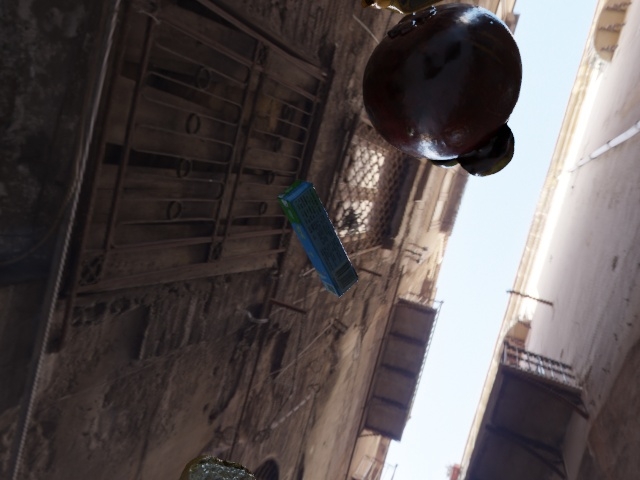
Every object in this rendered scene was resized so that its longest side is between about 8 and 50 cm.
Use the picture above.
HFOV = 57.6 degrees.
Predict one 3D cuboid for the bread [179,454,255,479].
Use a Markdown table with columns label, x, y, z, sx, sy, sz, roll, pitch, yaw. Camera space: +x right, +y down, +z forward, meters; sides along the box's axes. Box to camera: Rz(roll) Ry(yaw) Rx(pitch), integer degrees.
| label | x | y | z | sx | sy | sz | roll | pitch | yaw |
| --- | --- | --- | --- | --- | --- | --- | --- | --- | --- |
| bread | -0.169 | 0.397 | 0.949 | 0.125 | 0.106 | 0.082 | 22 | -110 | -24 |

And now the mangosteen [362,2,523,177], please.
| label | x | y | z | sx | sy | sz | roll | pitch | yaw |
| --- | --- | --- | --- | --- | --- | --- | --- | --- | --- |
| mangosteen | 0.179 | -0.188 | 0.793 | 0.215 | 0.215 | 0.257 | -29 | -65 | 17 |

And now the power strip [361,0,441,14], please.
| label | x | y | z | sx | sy | sz | roll | pitch | yaw |
| --- | --- | --- | --- | --- | --- | --- | --- | --- | --- |
| power strip | 0.108 | -0.257 | 0.565 | 0.028 | 0.178 | 0.049 | 41 | -31 | 35 |

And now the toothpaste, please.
| label | x | y | z | sx | sy | sz | roll | pitch | yaw |
| --- | --- | --- | --- | --- | --- | --- | --- | --- | --- |
| toothpaste | 0.000 | 0.000 | 1.195 | 0.065 | 0.267 | 0.050 | -41 | -144 | -19 |
